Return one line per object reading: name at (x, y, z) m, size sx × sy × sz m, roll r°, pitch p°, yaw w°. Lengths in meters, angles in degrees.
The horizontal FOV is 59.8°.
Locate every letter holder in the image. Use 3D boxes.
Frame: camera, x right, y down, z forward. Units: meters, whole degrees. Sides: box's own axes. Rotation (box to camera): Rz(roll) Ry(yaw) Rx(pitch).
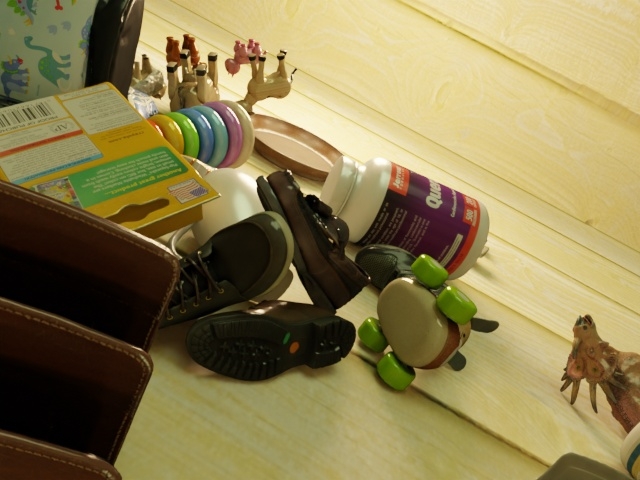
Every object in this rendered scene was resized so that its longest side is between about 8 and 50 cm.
letter holder at (-0.267, 0.073, 0.362) m, size 0.301 × 0.215 × 0.152 m, roll 20°, pitch 24°, yaw -18°

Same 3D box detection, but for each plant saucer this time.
plant saucer at (-0.064, -0.234, 1.432) m, size 0.310 × 0.050 × 0.311 m, roll 22°, pitch 24°, yaw -10°

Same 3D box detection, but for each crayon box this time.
crayon box at (-0.297, -0.079, 0.722) m, size 0.203 × 0.083 × 0.323 m, roll -26°, pitch 51°, yaw -30°

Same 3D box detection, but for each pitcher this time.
pitcher at (-0.144, -0.017, 0.804) m, size 0.177 × 0.126 × 0.207 m, roll 15°, pitch 36°, yaw -35°

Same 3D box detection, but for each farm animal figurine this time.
farm animal figurine at (-0.260, -0.368, 1.345) m, size 0.330 × 0.172 × 0.327 m, roll 16°, pitch 37°, yaw 17°

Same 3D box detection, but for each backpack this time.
backpack at (-0.497, -0.334, 0.889) m, size 0.355 × 0.291 × 0.273 m, roll 16°, pitch 11°, yaw -9°

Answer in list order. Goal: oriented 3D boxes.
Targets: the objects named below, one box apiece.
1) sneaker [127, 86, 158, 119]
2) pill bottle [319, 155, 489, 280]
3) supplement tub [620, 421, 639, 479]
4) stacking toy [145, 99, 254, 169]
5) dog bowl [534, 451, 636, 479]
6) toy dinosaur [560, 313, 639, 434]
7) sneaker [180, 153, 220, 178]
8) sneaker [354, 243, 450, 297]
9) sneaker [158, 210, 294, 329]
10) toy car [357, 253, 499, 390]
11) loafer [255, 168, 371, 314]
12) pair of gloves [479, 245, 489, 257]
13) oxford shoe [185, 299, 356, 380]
sneaker at (-0.366, -0.261, 1.122) m, size 0.081 × 0.080 × 0.211 m, roll 9°, pitch 30°, yaw -30°
pill bottle at (0.165, -0.052, 1.130) m, size 0.322 × 0.182 × 0.182 m, roll 22°, pitch 24°, yaw -12°
supplement tub at (0.537, 0.340, 0.761) m, size 0.144 × 0.144 × 0.200 m, roll 14°, pitch 27°, yaw -29°
stacking toy at (-0.272, -0.184, 1.013) m, size 0.141 × 0.141 × 0.330 m, roll 37°, pitch 29°, yaw 21°
dog bowl at (0.261, 0.332, 0.423) m, size 0.348 × 0.102 × 0.349 m, roll 24°, pitch 22°, yaw -10°
toy dinosaur at (0.526, 0.267, 0.946) m, size 0.200 × 0.127 × 0.296 m, roll -10°, pitch 55°, yaw -44°
sneaker at (-0.191, -0.093, 0.970) m, size 0.214 × 0.084 × 0.083 m, roll 27°, pitch 18°, yaw -25°
sneaker at (0.152, 0.087, 0.947) m, size 0.227 × 0.087 × 0.130 m, roll 37°, pitch 18°, yaw 9°
sneaker at (-0.129, 0.047, 0.600) m, size 0.118 × 0.222 × 0.083 m, roll -19°, pitch 77°, yaw -52°
toy car at (0.180, 0.138, 0.815) m, size 0.188 × 0.155 × 0.149 m, roll 27°, pitch 20°, yaw -33°
loafer at (0.000, 0.000, 0.722) m, size 0.109 × 0.095 × 0.303 m, roll 60°, pitch -4°, yaw 33°
pair of gloves at (0.339, -0.026, 1.443) m, size 0.204 × 0.042 × 0.240 m, roll 28°, pitch 21°, yaw 10°
oxford shoe at (-0.070, 0.115, 0.683) m, size 0.227 × 0.083 × 0.096 m, roll 9°, pitch 13°, yaw -42°
